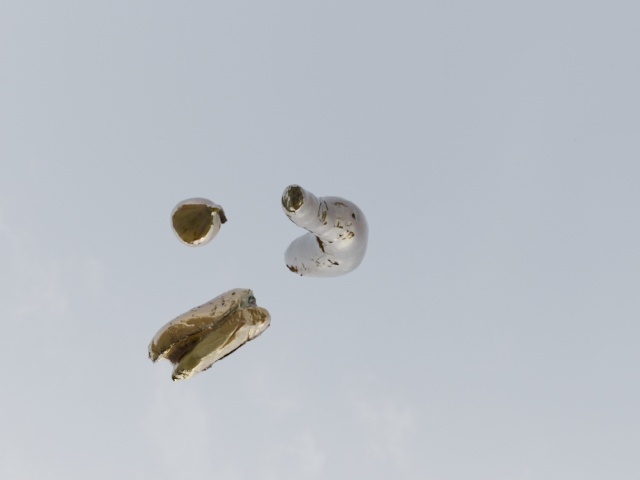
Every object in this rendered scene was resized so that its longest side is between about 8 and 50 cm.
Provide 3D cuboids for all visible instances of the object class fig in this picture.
[{"bbox_3d":[-0.114,-0.021,0.748,0.083,0.050,0.050,-13,-87,53],"label":"fig"}]

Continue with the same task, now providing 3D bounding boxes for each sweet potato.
[{"bbox_3d":[0.007,-0.002,0.956,0.108,0.346,0.079,-7,-105,-3],"label":"sweet potato"}]

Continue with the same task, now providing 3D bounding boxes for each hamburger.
[{"bbox_3d":[-0.220,0.173,1.535,0.124,0.262,0.131,49,-34,13],"label":"hamburger"}]
